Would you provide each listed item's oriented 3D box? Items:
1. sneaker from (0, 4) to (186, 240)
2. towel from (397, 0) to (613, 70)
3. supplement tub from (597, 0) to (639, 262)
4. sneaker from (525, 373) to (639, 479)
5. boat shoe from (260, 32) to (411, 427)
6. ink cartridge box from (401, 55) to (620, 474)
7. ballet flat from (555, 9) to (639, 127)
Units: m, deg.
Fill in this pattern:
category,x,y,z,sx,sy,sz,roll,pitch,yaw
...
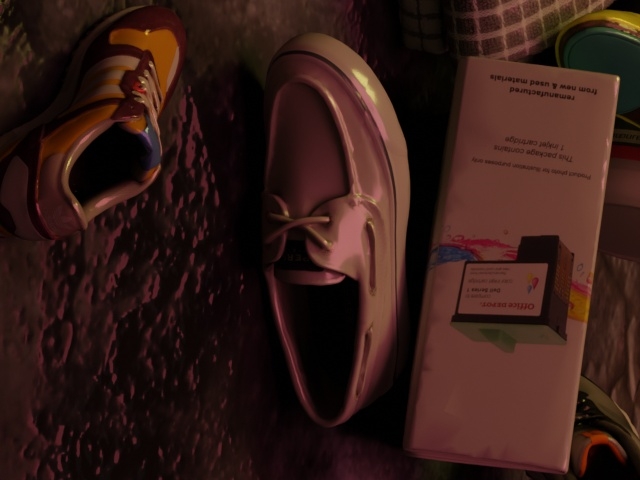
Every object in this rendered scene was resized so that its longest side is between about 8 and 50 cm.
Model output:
category,x,y,z,sx,sy,sz,roll,pitch,yaw
sneaker,-0.110,-0.064,0.850,0.185,0.084,0.069,-57,137,-35
towel,0.176,-0.283,1.144,0.283,0.121,0.235,-32,127,-27
supplement tub,0.308,-0.130,1.371,0.191,0.191,0.272,36,64,-52
sneaker,0.217,0.168,1.244,0.100,0.271,0.108,-24,122,-3
boat shoe,0.000,0.000,1.023,0.088,0.096,0.268,-44,138,-50
ink cartridge box,0.135,0.027,1.133,0.201,0.117,0.278,62,37,-83
ballet flat,0.255,-0.126,1.188,0.231,0.077,0.077,29,42,-35
